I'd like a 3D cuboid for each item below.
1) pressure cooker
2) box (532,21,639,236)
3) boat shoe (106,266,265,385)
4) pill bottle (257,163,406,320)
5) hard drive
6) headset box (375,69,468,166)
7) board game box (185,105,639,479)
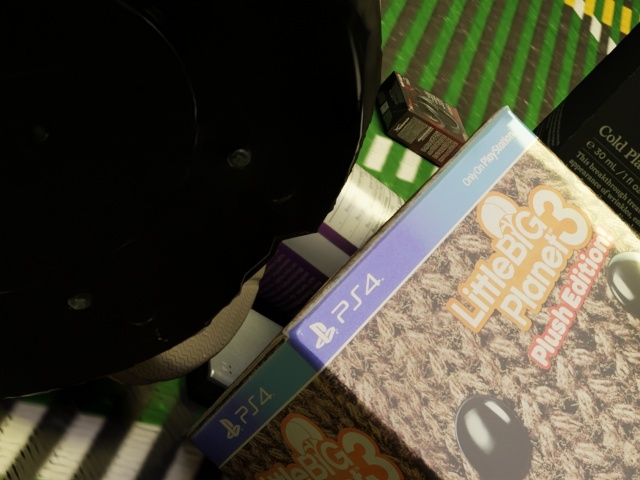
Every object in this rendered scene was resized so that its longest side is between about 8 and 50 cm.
[{"bbox_3d":[-0.187,-0.180,0.938,0.370,0.375,0.420,18,38,-30],"label":"pressure cooker"},{"bbox_3d":[0.373,-0.035,1.676,0.343,0.312,0.179,42,23,-5],"label":"box"},{"bbox_3d":[-0.113,-0.052,1.155,0.132,0.130,0.355,47,31,-36],"label":"boat shoe"},{"bbox_3d":[0.000,0.000,1.270,0.193,0.108,0.108,37,24,-15],"label":"pill bottle"},{"bbox_3d":[-0.023,0.087,1.193,0.135,0.022,0.094,32,26,-27],"label":"hard drive"},{"bbox_3d":[0.090,-0.101,1.684,0.083,0.032,0.062,28,27,-29],"label":"headset box"},{"bbox_3d":[0.118,0.114,1.112,0.291,0.141,0.232,44,52,1],"label":"board game box"}]
